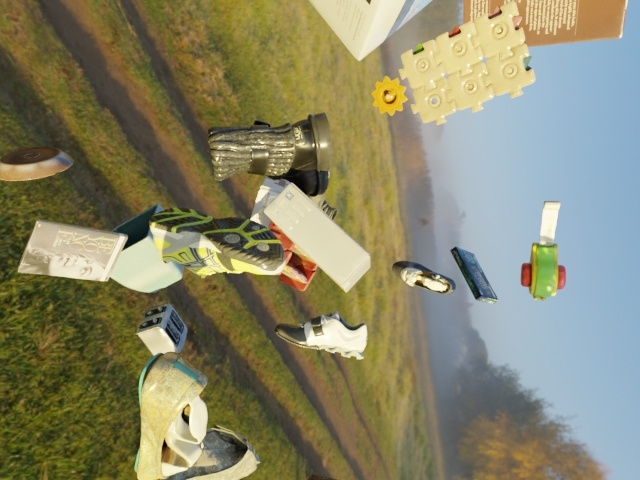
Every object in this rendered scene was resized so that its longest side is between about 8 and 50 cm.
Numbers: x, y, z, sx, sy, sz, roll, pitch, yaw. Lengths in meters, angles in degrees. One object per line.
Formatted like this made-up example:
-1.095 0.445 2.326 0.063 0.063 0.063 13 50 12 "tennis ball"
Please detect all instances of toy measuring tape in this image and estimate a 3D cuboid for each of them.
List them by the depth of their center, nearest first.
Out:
0.604 0.053 1.182 0.122 0.121 0.330 -87 167 -49 "toy measuring tape"

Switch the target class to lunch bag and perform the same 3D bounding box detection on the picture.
-0.351 0.715 1.435 0.235 0.286 0.169 90 -14 -51 "lunch bag"

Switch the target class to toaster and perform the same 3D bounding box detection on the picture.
-0.617 0.365 1.728 0.168 0.110 0.186 -99 166 -64 "toaster"

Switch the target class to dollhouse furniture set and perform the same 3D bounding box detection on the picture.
-0.201 0.011 1.436 0.152 0.373 0.201 -64 152 -11 "dollhouse furniture set"

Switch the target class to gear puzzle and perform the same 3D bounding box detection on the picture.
0.268 -0.349 0.948 0.044 0.338 0.176 -44 114 -54 "gear puzzle"

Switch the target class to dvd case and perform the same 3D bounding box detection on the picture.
-0.651 0.033 1.170 0.221 0.165 0.018 13 29 -44 "dvd case"

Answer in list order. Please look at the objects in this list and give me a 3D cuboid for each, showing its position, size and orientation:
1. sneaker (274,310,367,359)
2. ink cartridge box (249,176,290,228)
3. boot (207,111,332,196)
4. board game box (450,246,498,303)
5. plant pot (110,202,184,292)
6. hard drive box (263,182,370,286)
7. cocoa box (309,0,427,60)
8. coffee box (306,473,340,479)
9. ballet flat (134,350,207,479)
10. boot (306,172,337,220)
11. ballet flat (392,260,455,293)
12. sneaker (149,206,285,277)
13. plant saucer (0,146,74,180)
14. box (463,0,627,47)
0.007 0.311 1.568 0.122 0.329 0.147 -92 -166 -84 "sneaker"
-0.175 -0.126 1.588 0.273 0.114 0.197 -88 -163 -68 "ink cartridge box"
-0.118 -0.181 1.033 0.348 0.259 0.131 100 -24 -74 "boot"
0.498 0.113 1.426 0.126 0.026 0.186 17 45 -43 "board game box"
-0.670 0.057 1.740 0.252 0.246 0.248 55 13 -34 "plant pot"
0.000 0.000 0.987 0.232 0.089 0.181 42 -4 13 "hard drive box"
0.099 -0.495 0.686 0.231 0.228 0.347 50 -1 -4 "cocoa box"
-0.058 0.700 1.028 0.297 0.168 0.119 -23 86 -39 "coffee box"
-0.258 0.339 0.779 0.123 0.123 0.349 -84 -171 -56 "ballet flat"
0.011 -0.145 1.698 0.083 0.161 0.247 16 104 -57 "boot"
0.309 0.114 1.340 0.074 0.203 0.074 -54 155 -39 "ballet flat"
-0.262 0.024 1.148 0.145 0.384 0.147 -47 147 -52 "sneaker"
-0.797 -0.221 1.222 0.199 0.198 0.036 -81 173 -59 "plant saucer"
0.578 -0.613 1.156 0.143 0.380 0.191 -37 128 -50 "box"
